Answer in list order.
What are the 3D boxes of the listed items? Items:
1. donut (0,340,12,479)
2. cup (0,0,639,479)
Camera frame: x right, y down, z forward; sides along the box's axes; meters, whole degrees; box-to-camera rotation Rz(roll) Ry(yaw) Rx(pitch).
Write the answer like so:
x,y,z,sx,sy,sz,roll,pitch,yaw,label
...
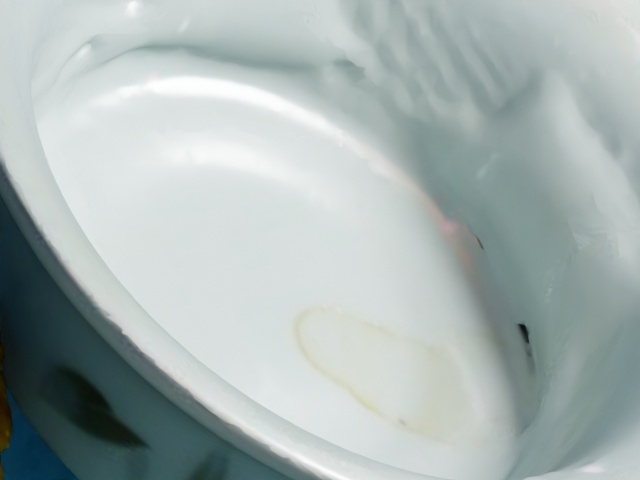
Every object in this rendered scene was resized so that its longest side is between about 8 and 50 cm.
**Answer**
x,y,z,sx,sy,sz,roll,pitch,yaw,label
-0.260,0.056,0.559,0.330,0.160,0.330,16,44,-16,donut
0.000,0.000,0.703,0.347,0.163,0.347,18,45,-19,cup
